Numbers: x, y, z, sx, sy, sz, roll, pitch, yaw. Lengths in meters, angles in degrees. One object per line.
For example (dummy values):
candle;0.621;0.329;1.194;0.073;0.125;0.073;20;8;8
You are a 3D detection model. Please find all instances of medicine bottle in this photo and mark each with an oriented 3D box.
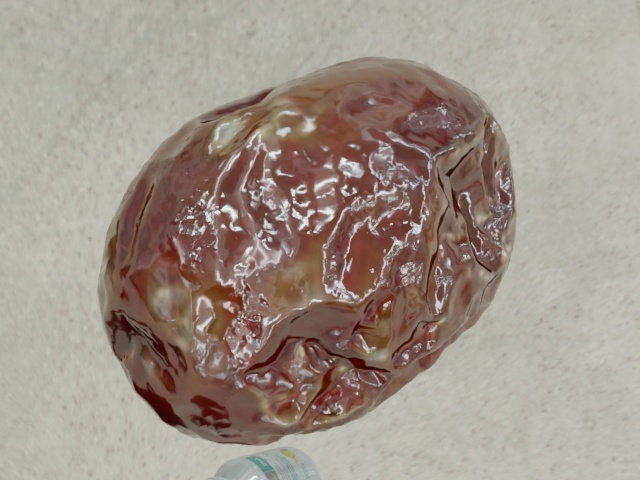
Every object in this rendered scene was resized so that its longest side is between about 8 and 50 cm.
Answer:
medicine bottle;-0.109;0.418;1.838;0.215;0.135;0.135;-3;70;-50

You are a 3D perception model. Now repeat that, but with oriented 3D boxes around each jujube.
jujube;-0.001;-0.001;0.928;0.376;0.276;0.276;-31;80;-43
